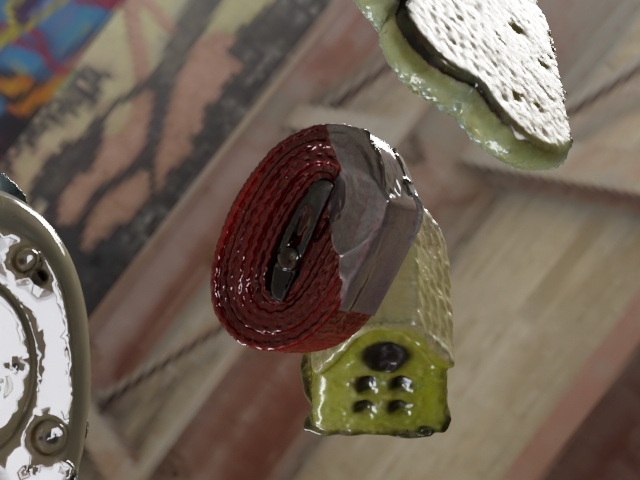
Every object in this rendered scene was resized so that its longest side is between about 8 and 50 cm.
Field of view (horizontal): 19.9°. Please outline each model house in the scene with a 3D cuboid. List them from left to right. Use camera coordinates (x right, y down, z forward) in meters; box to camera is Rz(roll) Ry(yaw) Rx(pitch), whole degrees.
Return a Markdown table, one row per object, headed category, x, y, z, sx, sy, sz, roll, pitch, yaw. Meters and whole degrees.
| category | x | y | z | sx | sy | sz | roll | pitch | yaw |
| --- | --- | --- | --- | --- | --- | --- | --- | --- | --- |
| model house | 0.056 | 0.076 | 1.976 | 0.234 | 0.175 | 0.193 | 83 | 6 | -53 |

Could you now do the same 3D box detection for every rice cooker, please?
| category | x | y | z | sx | sy | sz | roll | pitch | yaw |
| --- | --- | --- | --- | --- | --- | --- | --- | --- | --- |
| rice cooker | -0.187 | 0.070 | 0.924 | 0.127 | 0.145 | 0.206 | 159 | -69 | -67 |

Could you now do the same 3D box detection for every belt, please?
| category | x | y | z | sx | sy | sz | roll | pitch | yaw |
| --- | --- | --- | --- | --- | --- | --- | --- | --- | --- |
| belt | 0.000 | 0.000 | 1.520 | 0.201 | 0.128 | 0.124 | -62 | 160 | 5 |

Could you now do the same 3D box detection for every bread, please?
| category | x | y | z | sx | sy | sz | roll | pitch | yaw |
| --- | --- | --- | --- | --- | --- | --- | --- | --- | --- |
| bread | 0.103 | -0.166 | 1.437 | 0.056 | 0.207 | 0.286 | -48 | -160 | 27 |

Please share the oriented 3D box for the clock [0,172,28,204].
| category | x | y | z | sx | sy | sz | roll | pitch | yaw |
| --- | --- | --- | --- | --- | --- | --- | --- | --- | --- |
| clock | -0.284 | -0.034 | 1.521 | 0.085 | 0.085 | 0.017 | -33 | -153 | 51 |
